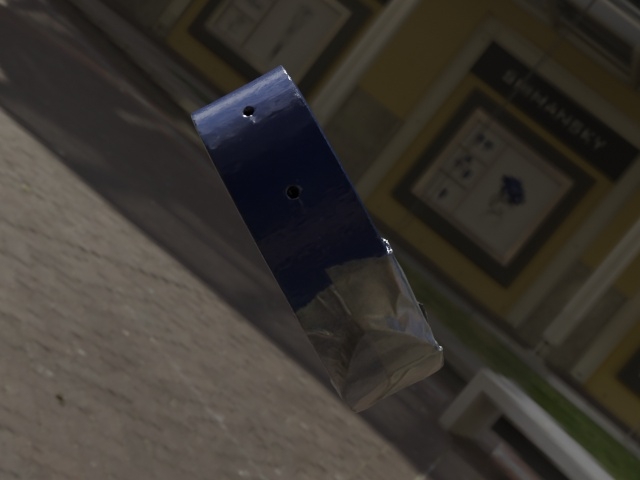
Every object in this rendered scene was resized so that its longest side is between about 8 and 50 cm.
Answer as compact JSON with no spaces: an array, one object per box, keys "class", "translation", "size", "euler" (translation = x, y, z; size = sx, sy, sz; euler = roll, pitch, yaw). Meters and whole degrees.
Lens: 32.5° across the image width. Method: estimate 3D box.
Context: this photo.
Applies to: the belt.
[{"class":"belt","translation":[0.000,0.000,1.108],"size":[0.346,0.117,0.212],"euler":[62,-2,-8]}]
